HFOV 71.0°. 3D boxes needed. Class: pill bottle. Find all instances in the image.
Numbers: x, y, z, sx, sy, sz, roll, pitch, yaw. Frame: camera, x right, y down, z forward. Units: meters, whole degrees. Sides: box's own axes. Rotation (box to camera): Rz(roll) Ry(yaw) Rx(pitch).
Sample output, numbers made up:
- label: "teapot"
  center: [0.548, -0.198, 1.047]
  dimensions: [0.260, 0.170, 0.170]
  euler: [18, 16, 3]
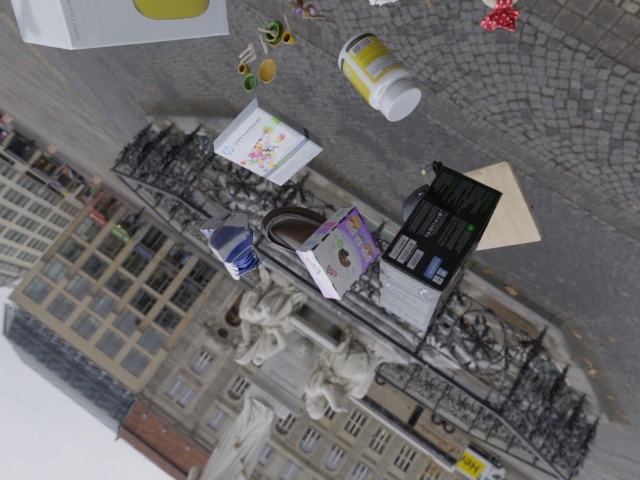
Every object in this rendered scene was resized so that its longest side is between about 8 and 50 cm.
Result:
- label: "pill bottle"
  center: [0.145, -0.399, 1.098]
  dimensions: [0.209, 0.119, 0.119]
  euler: [57, 175, 21]

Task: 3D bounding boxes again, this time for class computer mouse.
- label: "computer mouse"
  center: [0.376, -0.192, 1.713]
  dimensions: [0.060, 0.184, 0.262]
  euler: [16, 147, -20]

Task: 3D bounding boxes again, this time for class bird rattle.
- label: "bird rattle"
  center: [0.594, -0.814, 1.439]
  dimensions: [0.206, 0.253, 0.143]
  euler: [28, -145, -23]

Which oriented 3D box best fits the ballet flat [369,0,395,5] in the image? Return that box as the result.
- label: "ballet flat"
  center: [0.113, -0.416, 0.462]
  dimensions: [0.147, 0.147, 0.409]
  euler: [33, 174, 8]

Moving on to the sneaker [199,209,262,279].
- label: "sneaker"
  center: [-0.224, 0.024, 1.250]
  dimensions: [0.182, 0.127, 0.315]
  euler: [57, 168, -21]

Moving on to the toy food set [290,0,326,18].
- label: "toy food set"
  center: [-0.049, -0.494, 0.935]
  dimensions: [0.122, 0.078, 0.019]
  euler: [46, 131, 10]

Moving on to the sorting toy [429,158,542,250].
- label: "sorting toy"
  center: [0.507, -0.110, 1.360]
  dimensions: [0.255, 0.089, 0.257]
  euler: [-13, 112, 48]

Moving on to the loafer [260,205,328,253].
- label: "loafer"
  center: [0.000, 0.000, 1.346]
  dimensions: [0.365, 0.134, 0.130]
  euler: [16, -159, -9]

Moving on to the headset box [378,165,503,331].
- label: "headset box"
  center: [0.240, 0.033, 0.951]
  dimensions: [0.131, 0.246, 0.283]
  euler: [30, 160, 19]

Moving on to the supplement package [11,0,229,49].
- label: "supplement package"
  center: [-0.313, -0.416, 0.687]
  dimensions: [0.198, 0.262, 0.200]
  euler: [24, 127, 37]

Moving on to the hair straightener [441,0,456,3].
- label: "hair straightener"
  center: [0.265, -0.393, 0.636]
  dimensions: [0.047, 0.089, 0.230]
  euler: [-3, 180, -40]

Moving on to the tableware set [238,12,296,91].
- label: "tableware set"
  center: [-0.112, -0.375, 0.904]
  dimensions: [0.154, 0.104, 0.024]
  euler: [-25, 169, 34]

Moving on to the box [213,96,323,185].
- label: "box"
  center: [-0.108, -0.204, 0.959]
  dimensions: [0.186, 0.145, 0.038]
  euler: [25, -139, -41]

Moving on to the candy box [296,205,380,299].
- label: "candy box"
  center: [0.053, 0.031, 1.199]
  dimensions: [0.070, 0.196, 0.165]
  euler: [0, 127, 50]
